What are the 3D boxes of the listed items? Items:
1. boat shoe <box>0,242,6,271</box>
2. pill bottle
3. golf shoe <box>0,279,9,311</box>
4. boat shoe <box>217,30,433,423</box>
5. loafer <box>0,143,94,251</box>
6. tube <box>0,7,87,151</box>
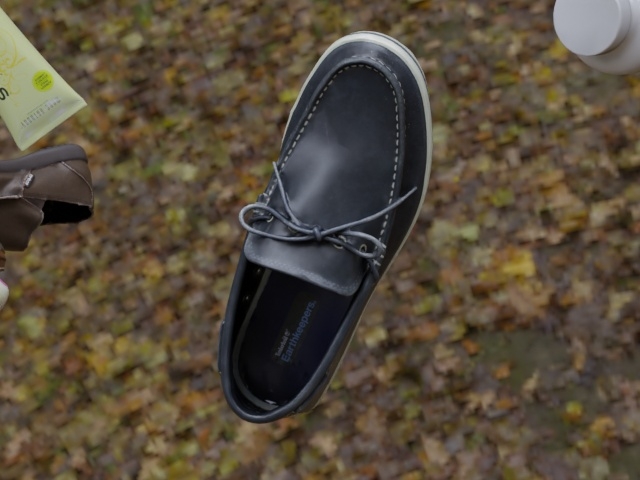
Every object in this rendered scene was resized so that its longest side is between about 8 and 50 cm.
[{"bbox_3d":[-0.559,0.069,1.859,0.122,0.120,0.324,-6,5,42],"label":"boat shoe"},{"bbox_3d":[0.394,-0.279,1.724,0.146,0.146,0.264,18,21,39],"label":"pill bottle"},{"bbox_3d":[-0.343,0.121,1.189,0.140,0.115,0.306,-44,-1,-40],"label":"golf shoe"},{"bbox_3d":[0.000,0.000,1.664,0.187,0.500,0.156,23,16,8],"label":"boat shoe"},{"bbox_3d":[-0.476,-0.047,2.117,0.366,0.130,0.134,-23,-12,-42],"label":"loafer"},{"bbox_3d":[-0.369,-0.222,1.582,0.070,0.240,0.062,-21,23,36],"label":"tube"}]
